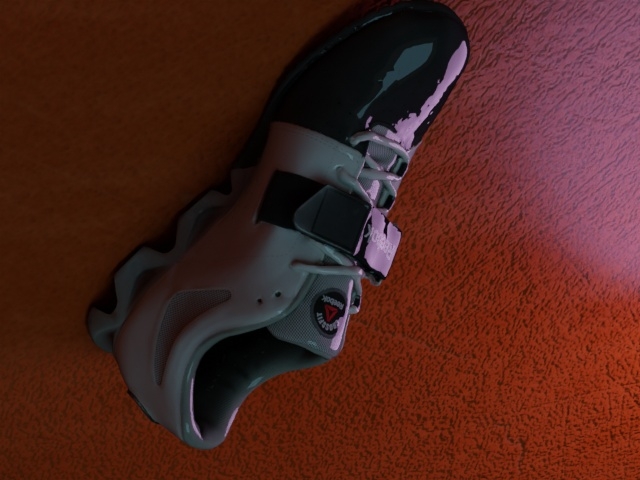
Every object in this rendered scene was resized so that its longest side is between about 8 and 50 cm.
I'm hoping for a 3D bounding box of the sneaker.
[{"bbox_3d":[0.000,0.000,1.242,0.122,0.146,0.330,24,112,-47],"label":"sneaker"}]
